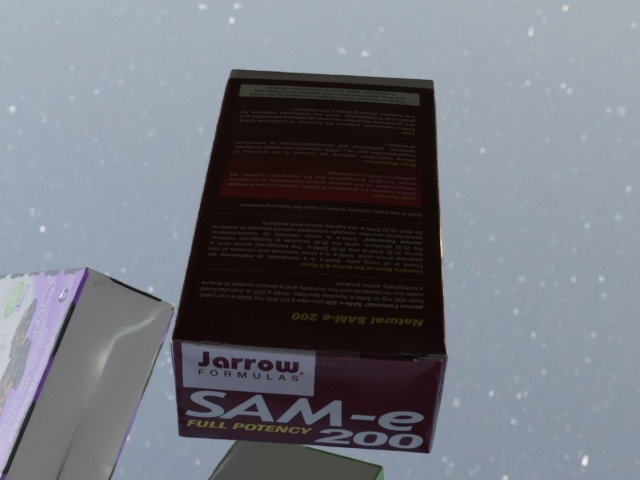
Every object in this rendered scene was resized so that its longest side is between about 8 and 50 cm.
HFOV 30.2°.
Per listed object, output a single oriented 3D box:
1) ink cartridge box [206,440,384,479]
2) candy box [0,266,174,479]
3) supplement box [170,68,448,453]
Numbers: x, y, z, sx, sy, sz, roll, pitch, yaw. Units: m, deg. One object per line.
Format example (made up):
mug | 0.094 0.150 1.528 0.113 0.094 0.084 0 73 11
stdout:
ink cartridge box | -0.015 0.318 1.210 0.160 0.219 0.092 9 -144 25
candy box | -0.194 0.108 0.804 0.070 0.165 0.196 27 163 -28
supplement box | 0.000 0.000 0.648 0.130 0.073 0.239 4 -141 2
